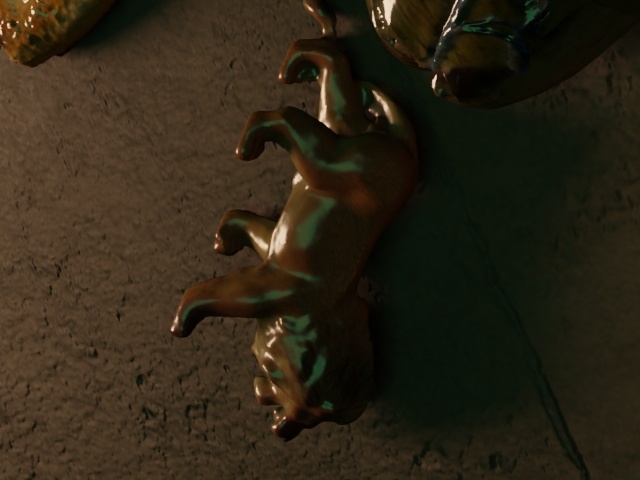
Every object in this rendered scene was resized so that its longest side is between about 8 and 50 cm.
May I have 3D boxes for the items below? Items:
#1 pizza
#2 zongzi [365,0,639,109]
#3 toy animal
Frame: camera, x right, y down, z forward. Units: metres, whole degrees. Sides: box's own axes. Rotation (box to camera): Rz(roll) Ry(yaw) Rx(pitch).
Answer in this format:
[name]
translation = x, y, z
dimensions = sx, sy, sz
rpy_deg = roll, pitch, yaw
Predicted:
[pizza]
translation = -0.213, -0.224, 1.241
dimensions = 0.161, 0.062, 0.182
rpy_deg = 29, 117, 8
[zongzi]
translation = 0.100, -0.304, 1.018
dimensions = 0.393, 0.174, 0.356
rpy_deg = 47, 119, 6
[toy animal]
translation = 0.000, 0.000, 1.190
dimensions = 0.158, 0.097, 0.312
rpy_deg = 23, 109, 4
